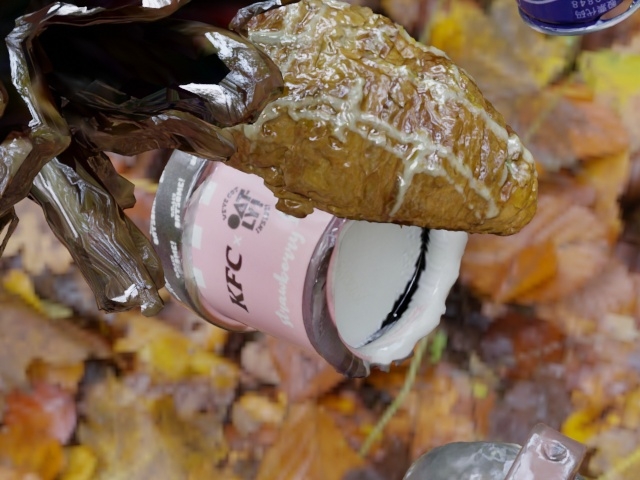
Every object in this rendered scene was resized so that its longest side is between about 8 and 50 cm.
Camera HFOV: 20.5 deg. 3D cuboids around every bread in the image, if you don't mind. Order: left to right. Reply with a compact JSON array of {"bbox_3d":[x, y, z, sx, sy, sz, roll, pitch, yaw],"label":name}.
[{"bbox_3d":[-0.003,-0.069,0.820,0.233,0.076,0.105,24,55,6],"label":"bread"}]

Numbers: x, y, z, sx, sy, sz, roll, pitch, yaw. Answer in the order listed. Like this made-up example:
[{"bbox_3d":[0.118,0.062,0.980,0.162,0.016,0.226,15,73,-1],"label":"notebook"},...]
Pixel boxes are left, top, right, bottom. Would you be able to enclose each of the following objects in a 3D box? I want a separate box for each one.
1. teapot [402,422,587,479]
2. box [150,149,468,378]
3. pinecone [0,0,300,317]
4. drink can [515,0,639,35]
[{"bbox_3d":[0.108,0.332,1.420,0.305,0.376,0.362,25,48,12],"label":"teapot"},{"bbox_3d":[0.000,0.000,1.029,0.151,0.151,0.135,-29,40,-32],"label":"box"},{"bbox_3d":[-0.132,-0.103,0.503,0.242,0.296,0.298,-30,10,-15],"label":"pinecone"},{"bbox_3d":[0.145,-0.249,1.120,0.097,0.235,0.097,-13,41,12],"label":"drink can"}]
